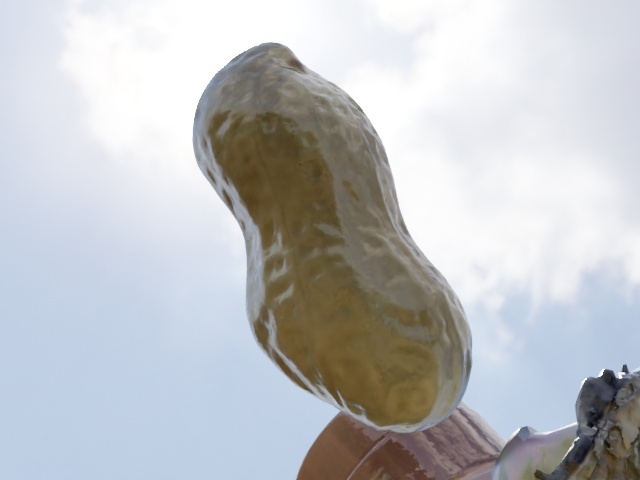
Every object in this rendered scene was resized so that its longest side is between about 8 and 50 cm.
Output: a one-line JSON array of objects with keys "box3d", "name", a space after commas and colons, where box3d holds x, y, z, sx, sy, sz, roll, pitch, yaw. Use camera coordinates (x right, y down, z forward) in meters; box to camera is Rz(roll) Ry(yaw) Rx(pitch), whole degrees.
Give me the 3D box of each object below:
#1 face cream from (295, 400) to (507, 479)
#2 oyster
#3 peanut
[{"box3d": [0.068, 0.184, 1.387, 0.104, 0.149, 0.149, 42, -34, 36], "name": "face cream"}, {"box3d": [0.107, 0.153, 0.897, 0.092, 0.259, 0.198, 32, -30, 6], "name": "oyster"}, {"box3d": [0.000, 0.000, 1.164, 0.125, 0.111, 0.274, -43, -121, 35], "name": "peanut"}]
